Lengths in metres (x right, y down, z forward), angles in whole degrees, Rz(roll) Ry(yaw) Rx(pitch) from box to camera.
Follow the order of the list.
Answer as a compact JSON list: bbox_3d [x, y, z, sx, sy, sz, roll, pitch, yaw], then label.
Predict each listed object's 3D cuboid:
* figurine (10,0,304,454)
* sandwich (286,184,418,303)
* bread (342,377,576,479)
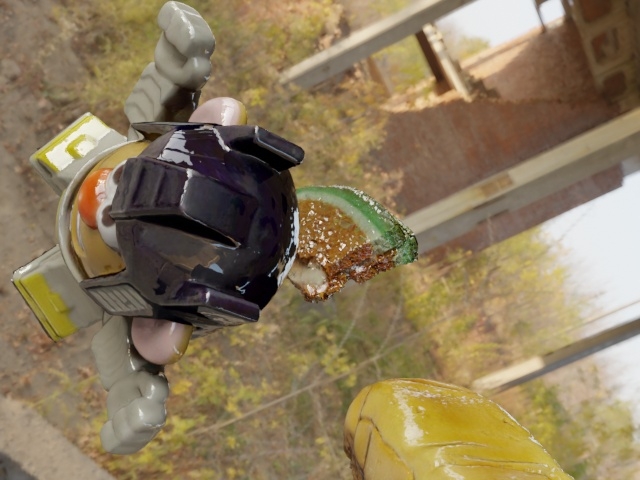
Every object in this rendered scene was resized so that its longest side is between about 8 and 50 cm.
[{"bbox_3d":[-0.116,-0.013,0.574,0.143,0.308,0.308,-12,73,-38],"label":"figurine"},{"bbox_3d":[0.000,-0.011,1.068,0.235,0.159,0.079,34,-23,43],"label":"sandwich"},{"bbox_3d":[0.120,0.225,0.723,0.294,0.167,0.132,-137,-120,-74],"label":"bread"}]
